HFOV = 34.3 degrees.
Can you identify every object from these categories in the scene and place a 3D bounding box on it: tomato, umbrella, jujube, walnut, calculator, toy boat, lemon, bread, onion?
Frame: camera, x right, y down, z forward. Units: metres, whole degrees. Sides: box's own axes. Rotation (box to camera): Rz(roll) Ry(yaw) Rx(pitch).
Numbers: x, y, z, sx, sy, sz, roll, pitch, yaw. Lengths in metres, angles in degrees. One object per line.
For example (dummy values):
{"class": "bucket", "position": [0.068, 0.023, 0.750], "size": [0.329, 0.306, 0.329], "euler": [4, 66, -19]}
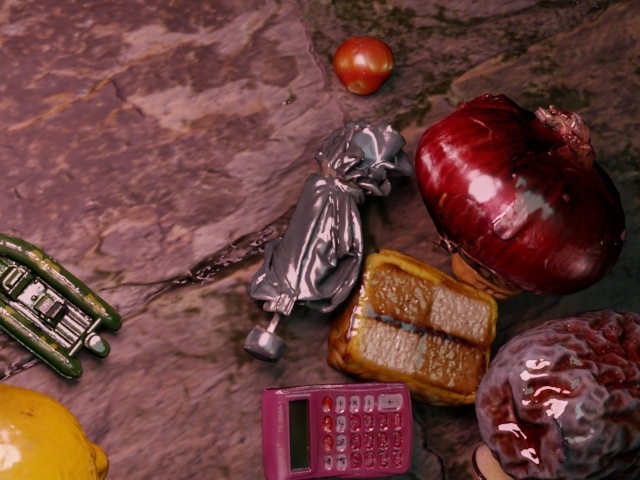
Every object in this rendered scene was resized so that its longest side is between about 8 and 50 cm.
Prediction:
{"class": "tomato", "position": [0.061, -0.241, 1.436], "size": [0.087, 0.087, 0.075], "euler": [11, 77, -16]}
{"class": "umbrella", "position": [0.000, 0.001, 1.340], "size": [0.094, 0.143, 0.348], "euler": [37, 68, -34]}
{"class": "jujube", "position": [0.340, 0.205, 1.334], "size": [0.317, 0.226, 0.226], "euler": [-13, 81, -48]}
{"class": "walnut", "position": [0.225, 0.050, 1.438], "size": [0.121, 0.052, 0.091], "euler": [26, 33, -13]}
{"class": "calculator", "position": [0.022, 0.241, 1.313], "size": [0.191, 0.034, 0.126], "euler": [-2, 96, -6]}
{"class": "toy boat", "position": [-0.338, 0.073, 1.244], "size": [0.210, 0.052, 0.104], "euler": [41, 71, -7]}
{"class": "lemon", "position": [-0.369, 0.271, 1.085], "size": [0.284, 0.260, 0.260], "euler": [3, 76, -43]}
{"class": "bread", "position": [0.126, 0.117, 1.372], "size": [0.222, 0.096, 0.181], "euler": [21, 74, -14]}
{"class": "onion", "position": [0.277, -0.068, 1.369], "size": [0.314, 0.232, 0.314], "euler": [34, 26, -19]}

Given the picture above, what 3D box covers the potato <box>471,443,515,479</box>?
{"class": "potato", "position": [0.284, 0.359, 1.360], "size": [0.202, 0.182, 0.117], "euler": [11, 118, -9]}
